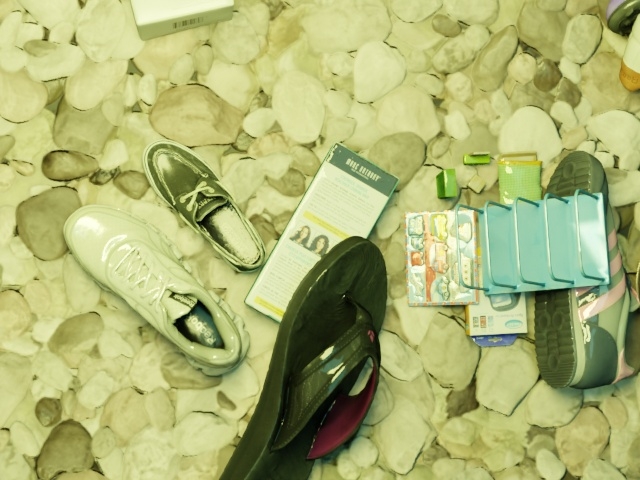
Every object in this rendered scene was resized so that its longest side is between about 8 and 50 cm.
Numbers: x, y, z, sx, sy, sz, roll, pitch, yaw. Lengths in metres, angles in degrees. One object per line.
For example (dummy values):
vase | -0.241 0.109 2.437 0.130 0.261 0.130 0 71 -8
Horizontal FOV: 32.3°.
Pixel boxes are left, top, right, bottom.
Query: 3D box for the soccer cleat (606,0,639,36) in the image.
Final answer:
soccer cleat | 0.510 -0.398 1.531 0.318 0.108 0.116 -33 72 -6

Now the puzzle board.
puzzle board | 0.163 0.023 1.493 0.096 0.011 0.128 -2 88 13

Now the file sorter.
file sorter | 0.268 0.003 1.408 0.170 0.104 0.118 -7 82 30

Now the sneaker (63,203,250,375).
sneaker | -0.207 0.057 1.414 0.292 0.118 0.110 40 86 -2

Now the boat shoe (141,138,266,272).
boat shoe | -0.149 -0.050 1.447 0.078 0.070 0.219 -44 92 -7

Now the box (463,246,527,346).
box | 0.237 0.076 1.506 0.081 0.028 0.136 -3 85 -7

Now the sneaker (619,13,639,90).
sneaker | 0.539 -0.251 1.536 0.290 0.123 0.106 -1 43 -20

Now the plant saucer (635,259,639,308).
plant saucer | 0.527 0.062 1.534 0.199 0.036 0.198 0 88 -6

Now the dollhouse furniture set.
dollhouse furniture set | 0.235 -0.083 1.497 0.152 0.058 0.076 -3 88 -6

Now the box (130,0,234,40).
box | -0.195 -0.366 1.446 0.130 0.091 0.170 -13 89 -6

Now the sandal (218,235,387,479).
sandal | -0.001 0.214 1.402 0.107 0.168 0.445 24 92 40

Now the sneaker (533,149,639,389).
sneaker | 0.368 0.041 1.496 0.131 0.112 0.319 5 89 -24

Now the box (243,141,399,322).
box | 0.000 0.000 1.466 0.101 0.060 0.244 30 84 -5
